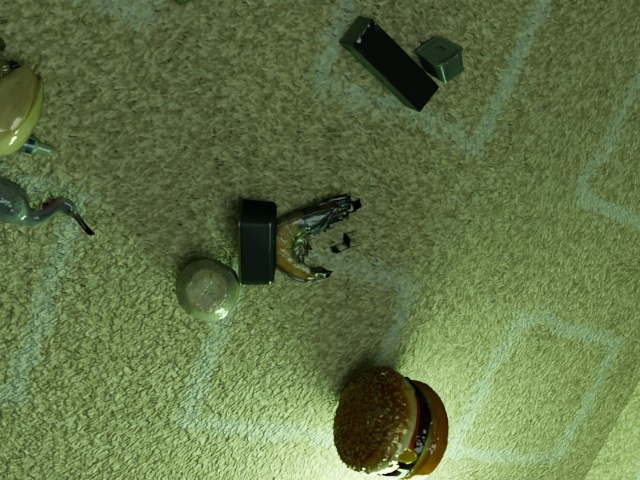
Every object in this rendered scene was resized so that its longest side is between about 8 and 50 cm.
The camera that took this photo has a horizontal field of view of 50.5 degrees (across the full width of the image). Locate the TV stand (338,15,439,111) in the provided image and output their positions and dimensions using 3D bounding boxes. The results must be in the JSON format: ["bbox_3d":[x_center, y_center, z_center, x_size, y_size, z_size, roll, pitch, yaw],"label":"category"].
[{"bbox_3d":[0.176,-0.442,1.712,0.269,0.083,0.088,35,96,-31],"label":"TV stand"}]

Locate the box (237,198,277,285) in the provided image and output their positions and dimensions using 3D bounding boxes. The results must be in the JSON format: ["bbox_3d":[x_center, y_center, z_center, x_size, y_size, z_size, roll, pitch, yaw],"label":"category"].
[{"bbox_3d":[-0.157,0.005,1.705,0.090,0.144,0.201,2,111,-1],"label":"box"}]

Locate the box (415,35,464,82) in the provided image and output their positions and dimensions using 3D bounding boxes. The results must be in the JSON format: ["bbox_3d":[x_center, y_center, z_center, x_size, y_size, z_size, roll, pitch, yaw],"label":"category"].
[{"bbox_3d":[0.311,-0.464,1.746,0.084,0.122,0.069,-33,134,-6],"label":"box"}]

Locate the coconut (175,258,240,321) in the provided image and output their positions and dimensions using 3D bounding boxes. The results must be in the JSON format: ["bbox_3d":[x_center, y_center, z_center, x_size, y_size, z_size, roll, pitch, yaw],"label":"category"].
[{"bbox_3d":[-0.283,0.122,1.712,0.161,0.162,0.161,0,88,-8],"label":"coconut"}]

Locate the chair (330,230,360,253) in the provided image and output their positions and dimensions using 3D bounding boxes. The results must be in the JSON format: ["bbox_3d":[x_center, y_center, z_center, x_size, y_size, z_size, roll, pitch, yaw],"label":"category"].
[{"bbox_3d":[0.070,0.004,1.886,0.086,0.037,0.042,-19,131,-21],"label":"chair"}]

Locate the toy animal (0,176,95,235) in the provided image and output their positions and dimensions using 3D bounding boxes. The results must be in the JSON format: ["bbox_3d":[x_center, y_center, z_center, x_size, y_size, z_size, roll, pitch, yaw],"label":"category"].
[{"bbox_3d":[-0.677,-0.076,1.473,0.324,0.090,0.195,-10,123,-11],"label":"toy animal"}]

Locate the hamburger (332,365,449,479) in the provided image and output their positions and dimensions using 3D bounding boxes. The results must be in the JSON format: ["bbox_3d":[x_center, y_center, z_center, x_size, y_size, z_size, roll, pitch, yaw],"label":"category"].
[{"bbox_3d":[0.196,0.547,2.022,0.250,0.330,0.330,23,101,-36],"label":"hamburger"}]

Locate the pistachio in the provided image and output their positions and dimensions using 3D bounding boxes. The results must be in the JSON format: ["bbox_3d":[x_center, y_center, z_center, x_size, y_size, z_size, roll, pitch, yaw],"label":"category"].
[{"bbox_3d":[-0.626,-0.260,1.376,0.200,0.145,0.117,-61,148,-18],"label":"pistachio"}]

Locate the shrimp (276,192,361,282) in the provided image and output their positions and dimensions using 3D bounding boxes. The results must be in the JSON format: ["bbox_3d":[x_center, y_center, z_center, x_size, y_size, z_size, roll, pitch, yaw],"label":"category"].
[{"bbox_3d":[0.000,0.000,1.824,0.290,0.054,0.222,-29,113,-2],"label":"shrimp"}]

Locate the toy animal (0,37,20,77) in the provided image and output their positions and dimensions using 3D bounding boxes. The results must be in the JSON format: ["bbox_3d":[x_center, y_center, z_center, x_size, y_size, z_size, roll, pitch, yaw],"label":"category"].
[{"bbox_3d":[-0.706,-0.373,1.320,0.219,0.101,0.103,23,100,-31],"label":"toy animal"}]

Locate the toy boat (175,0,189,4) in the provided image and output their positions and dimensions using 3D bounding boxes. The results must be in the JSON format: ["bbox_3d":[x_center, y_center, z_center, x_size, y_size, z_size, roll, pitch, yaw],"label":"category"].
[{"bbox_3d":[-0.251,-0.587,1.456,0.089,0.071,0.185,44,90,9],"label":"toy boat"}]

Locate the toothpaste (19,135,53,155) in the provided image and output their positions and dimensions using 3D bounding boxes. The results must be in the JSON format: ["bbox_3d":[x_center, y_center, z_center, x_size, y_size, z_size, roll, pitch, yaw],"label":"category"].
[{"bbox_3d":[-0.679,-0.223,1.439,0.216,0.037,0.062,16,96,-26],"label":"toothpaste"}]
